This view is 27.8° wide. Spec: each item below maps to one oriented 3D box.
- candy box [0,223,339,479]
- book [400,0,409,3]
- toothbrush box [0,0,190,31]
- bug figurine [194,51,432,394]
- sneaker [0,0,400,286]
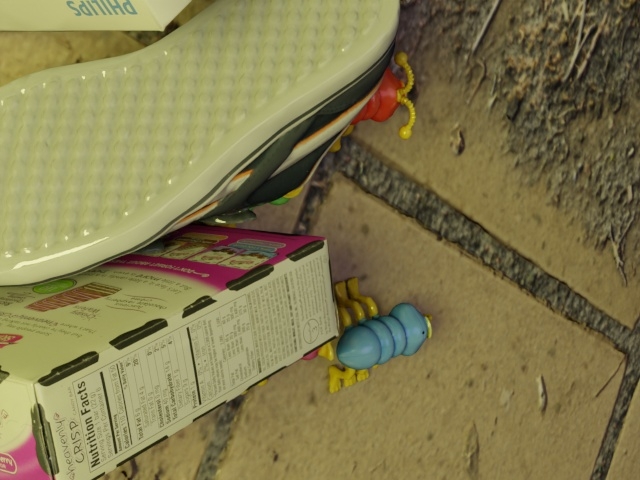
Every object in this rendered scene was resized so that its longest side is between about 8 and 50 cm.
[{"bbox_3d":[-0.122,0.058,0.760,0.233,0.159,0.071,-25,114,-46],"label":"candy box"},{"bbox_3d":[0.044,-0.263,0.972,0.096,0.035,0.144,-54,127,-27],"label":"book"},{"bbox_3d":[-0.175,-0.249,0.644,0.122,0.206,0.283,-50,126,-27],"label":"toothbrush box"},{"bbox_3d":[0.000,0.000,0.943,0.216,0.072,0.278,-22,112,-39],"label":"bug figurine"},{"bbox_3d":[-0.092,-0.057,0.795,0.321,0.126,0.127,-28,163,-7],"label":"sneaker"}]
